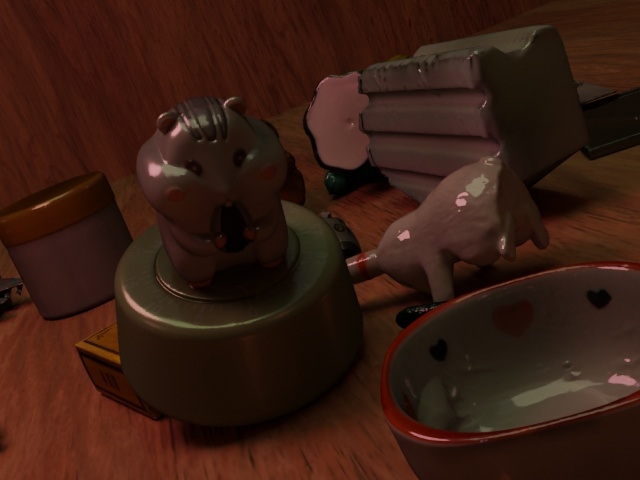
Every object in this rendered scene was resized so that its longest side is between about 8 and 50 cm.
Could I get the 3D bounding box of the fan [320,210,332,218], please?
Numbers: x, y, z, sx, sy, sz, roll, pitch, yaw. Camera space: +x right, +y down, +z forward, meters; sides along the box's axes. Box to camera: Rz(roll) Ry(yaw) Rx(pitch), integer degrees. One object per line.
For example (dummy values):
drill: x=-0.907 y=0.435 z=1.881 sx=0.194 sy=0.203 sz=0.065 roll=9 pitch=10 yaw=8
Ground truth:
fan: x=0.000 y=0.000 z=1.395 sx=0.057 sy=0.023 sz=0.282 roll=-18 pitch=18 yaw=16

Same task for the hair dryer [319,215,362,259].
hair dryer: x=-0.067 y=-0.037 z=1.242 sx=0.092 sy=0.267 sz=0.229 roll=-60 pitch=10 yaw=6

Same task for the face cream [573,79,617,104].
face cream: x=0.475 y=-0.304 z=1.678 sx=0.143 sy=0.089 sz=0.314 roll=-19 pitch=21 yaw=-9

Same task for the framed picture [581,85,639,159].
framed picture: x=0.550 y=-0.223 z=1.419 sx=0.231 sy=0.024 sz=0.315 roll=-18 pitch=17 yaw=11

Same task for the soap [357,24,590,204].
soap: x=0.216 y=-0.181 z=1.271 sx=0.156 sy=0.262 sz=0.446 roll=-26 pitch=16 yaw=-16

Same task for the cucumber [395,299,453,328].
cucumber: x=0.144 y=0.084 z=0.917 sx=0.133 sy=0.032 sz=0.032 roll=-11 pitch=19 yaw=28

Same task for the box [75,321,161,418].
box: x=-0.162 y=0.114 z=1.108 sx=0.301 sy=0.084 sz=0.192 roll=-31 pitch=19 yaw=-32

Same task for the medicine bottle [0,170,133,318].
medicine bottle: x=-0.509 y=0.007 z=1.629 sx=0.237 sy=0.232 sz=0.238 roll=-18 pitch=17 yaw=6

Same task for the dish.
dish: x=0.173 y=0.122 z=0.602 sx=0.256 sy=0.117 sz=0.256 roll=-20 pitch=16 yaw=6

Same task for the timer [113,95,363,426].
timer: x=-0.104 y=-0.005 z=0.870 sx=0.290 sy=0.315 sz=0.291 roll=-3 pitch=37 yaw=3

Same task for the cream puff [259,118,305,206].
cream puff: x=-0.131 y=-0.132 z=1.663 sx=0.154 sy=0.241 sz=0.269 roll=-23 pitch=-14 yaw=-27

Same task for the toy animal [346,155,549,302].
toy animal: x=0.146 y=0.015 z=1.000 sx=0.282 sy=0.138 sz=0.140 roll=-38 pitch=-7 yaw=40

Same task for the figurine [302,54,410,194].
figurine: x=0.099 y=-0.244 z=1.680 sx=0.231 sy=0.324 sz=0.340 roll=27 pitch=15 yaw=10

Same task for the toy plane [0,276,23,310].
toy plane: x=-0.766 y=0.117 z=1.835 sx=0.222 sy=0.105 sz=0.326 roll=-22 pitch=12 yaw=-6
